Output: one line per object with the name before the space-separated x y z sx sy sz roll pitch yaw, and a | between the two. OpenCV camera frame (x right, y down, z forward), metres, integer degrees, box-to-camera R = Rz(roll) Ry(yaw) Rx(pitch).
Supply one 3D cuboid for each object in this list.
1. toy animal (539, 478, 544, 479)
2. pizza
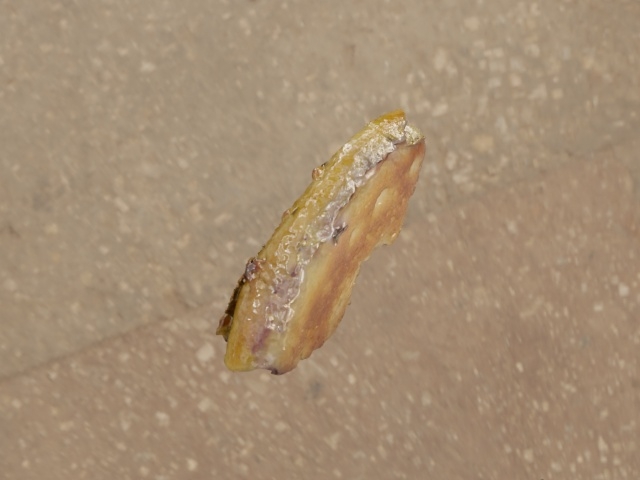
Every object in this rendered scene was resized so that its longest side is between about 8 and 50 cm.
toy animal | 0.160 0.380 1.132 0.310 0.247 0.183 -43 80 -11
pizza | 0.000 0.000 1.221 0.086 0.161 0.305 27 73 23
